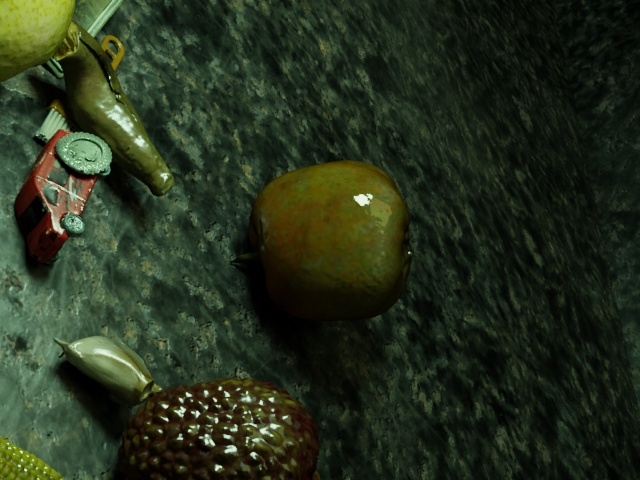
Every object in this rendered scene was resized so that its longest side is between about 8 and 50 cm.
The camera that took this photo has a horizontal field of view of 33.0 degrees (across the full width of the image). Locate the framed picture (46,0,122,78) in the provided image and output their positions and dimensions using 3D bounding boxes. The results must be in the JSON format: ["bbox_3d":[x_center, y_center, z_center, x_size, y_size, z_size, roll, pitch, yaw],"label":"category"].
[{"bbox_3d":[-0.412,-0.410,1.609,0.274,0.017,0.217,53,50,-36],"label":"framed picture"}]

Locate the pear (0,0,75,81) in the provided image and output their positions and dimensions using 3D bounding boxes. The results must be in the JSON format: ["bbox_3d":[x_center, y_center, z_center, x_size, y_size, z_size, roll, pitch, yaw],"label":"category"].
[{"bbox_3d":[-0.449,-0.307,1.380,0.271,0.271,0.271,34,40,-35],"label":"pear"}]

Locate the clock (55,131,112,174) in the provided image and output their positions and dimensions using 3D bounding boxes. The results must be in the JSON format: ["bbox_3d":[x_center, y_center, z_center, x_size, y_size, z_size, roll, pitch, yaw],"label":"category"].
[{"bbox_3d":[-0.324,-0.122,1.485,0.074,0.010,0.083,40,39,5],"label":"clock"}]

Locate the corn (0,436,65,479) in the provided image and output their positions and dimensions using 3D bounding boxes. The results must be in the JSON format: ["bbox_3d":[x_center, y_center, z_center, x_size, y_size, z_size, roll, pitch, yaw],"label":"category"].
[{"bbox_3d":[-0.388,0.242,1.164,0.310,0.101,0.101,42,36,-29],"label":"corn"}]

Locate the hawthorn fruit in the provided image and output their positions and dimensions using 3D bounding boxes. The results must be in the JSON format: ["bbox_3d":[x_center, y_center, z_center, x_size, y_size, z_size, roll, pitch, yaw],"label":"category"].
[{"bbox_3d":[0.000,0.000,1.759,0.268,0.301,0.267,176,-90,-88],"label":"hawthorn fruit"}]

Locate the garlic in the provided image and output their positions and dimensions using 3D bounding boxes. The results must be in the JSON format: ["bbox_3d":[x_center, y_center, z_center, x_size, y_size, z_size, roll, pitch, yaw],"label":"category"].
[{"bbox_3d":[-0.274,0.160,1.407,0.152,0.084,0.066,35,66,-5],"label":"garlic"}]

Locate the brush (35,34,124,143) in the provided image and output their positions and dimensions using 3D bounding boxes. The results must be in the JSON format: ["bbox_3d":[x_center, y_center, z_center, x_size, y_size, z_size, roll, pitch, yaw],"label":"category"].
[{"bbox_3d":[-0.356,-0.228,1.664,0.090,0.017,0.314,45,34,-27],"label":"brush"}]

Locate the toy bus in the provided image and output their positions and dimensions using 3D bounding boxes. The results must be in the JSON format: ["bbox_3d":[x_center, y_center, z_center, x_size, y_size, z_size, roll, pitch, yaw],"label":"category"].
[{"bbox_3d":[-0.358,-0.060,1.468,0.089,0.081,0.195,34,40,-21],"label":"toy bus"}]

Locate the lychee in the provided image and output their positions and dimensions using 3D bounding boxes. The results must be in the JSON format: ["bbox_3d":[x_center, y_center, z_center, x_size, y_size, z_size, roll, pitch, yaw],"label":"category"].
[{"bbox_3d":[-0.123,0.287,1.382,0.271,0.236,0.235,11,52,-19],"label":"lychee"}]

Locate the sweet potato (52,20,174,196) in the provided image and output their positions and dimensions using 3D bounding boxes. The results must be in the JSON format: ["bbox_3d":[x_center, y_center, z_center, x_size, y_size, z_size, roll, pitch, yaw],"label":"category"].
[{"bbox_3d":[-0.313,-0.185,1.579,0.085,0.112,0.285,-30,100,-16],"label":"sweet potato"}]
